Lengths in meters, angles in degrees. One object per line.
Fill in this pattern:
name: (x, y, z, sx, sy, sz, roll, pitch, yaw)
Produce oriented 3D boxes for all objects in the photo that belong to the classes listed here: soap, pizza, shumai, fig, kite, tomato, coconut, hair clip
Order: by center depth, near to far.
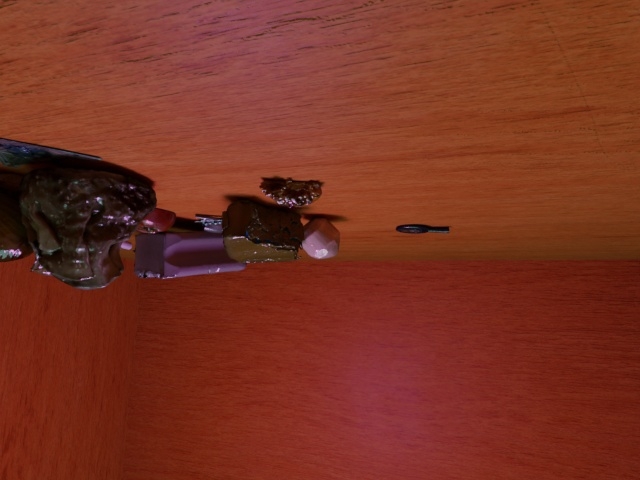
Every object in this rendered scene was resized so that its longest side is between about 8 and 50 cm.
kite: (-0.742, -0.216, 1.110, 0.335, 0.011, 0.314, 0, 171, 13)
fig: (-0.963, -0.090, 1.201, 0.217, 0.217, 0.320, 3, 133, -5)
shumai: (-0.691, -0.025, 1.228, 0.395, 0.348, 0.395, -4, 170, -1)
pizza: (-0.097, -0.140, 1.252, 0.194, 0.069, 0.154, 5, 171, -27)
coconut: (0.000, 0.000, 1.719, 0.183, 0.171, 0.171, 49, 155, -13)
tomato: (-0.727, -0.083, 1.726, 0.225, 0.085, 0.225, 3, 168, 1)
hair clip: (-0.453, -0.089, 1.763, 0.173, 0.049, 0.049, 2, 171, -8)
soap: (-0.627, 0.063, 1.992, 0.435, 0.212, 0.350, -2, 177, -44)

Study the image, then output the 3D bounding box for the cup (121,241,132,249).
cup: (-0.890, -0.048, 1.691, 0.300, 0.167, 0.173, 32, 178, 18)

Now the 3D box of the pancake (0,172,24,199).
pancake: (-1.064, -0.151, 1.355, 0.387, 0.082, 0.387, -3, 166, -1)

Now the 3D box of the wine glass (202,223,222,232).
wine glass: (-0.440, -0.055, 1.880, 0.198, 0.066, 0.066, 8, 169, -33)

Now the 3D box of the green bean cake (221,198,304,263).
green bean cake: (-0.209, -0.047, 1.546, 0.310, 0.202, 0.285, 3, 159, -10)

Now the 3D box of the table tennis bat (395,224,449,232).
table tennis bat: (0.459, -0.050, 1.850, 0.236, 0.027, 0.150, 2, 171, 15)

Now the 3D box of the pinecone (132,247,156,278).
pinecone: (-0.881, 0.082, 2.262, 0.298, 0.242, 0.296, -28, 154, 30)
